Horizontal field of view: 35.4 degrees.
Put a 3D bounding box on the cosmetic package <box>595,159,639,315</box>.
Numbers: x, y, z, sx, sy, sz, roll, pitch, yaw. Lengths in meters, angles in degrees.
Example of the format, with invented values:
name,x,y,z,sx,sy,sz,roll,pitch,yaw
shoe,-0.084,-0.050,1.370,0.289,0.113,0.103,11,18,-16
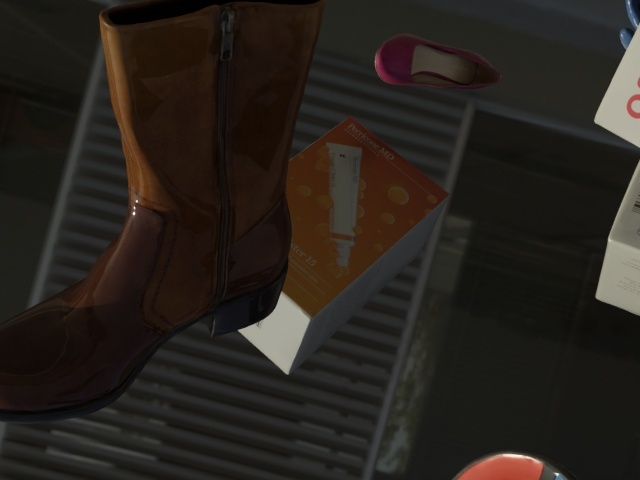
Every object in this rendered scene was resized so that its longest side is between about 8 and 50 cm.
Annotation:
name,x,y,z,sx,sy,sz,roll,pitch,yaw
cosmetic package,0.368,-0.007,0.972,0.151,0.151,0.184,22,167,18

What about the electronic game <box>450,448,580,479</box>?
name,x,y,z,sx,sy,sz,roll,pitch,yaw
electronic game,0.188,0.322,0.989,0.048,0.229,0.229,17,179,-38

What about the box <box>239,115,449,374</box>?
name,x,y,z,sx,sy,sz,roll,pitch,yaw
box,0.000,0.000,1.548,0.215,0.345,0.168,40,143,14

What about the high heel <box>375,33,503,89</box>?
name,x,y,z,sx,sy,sz,roll,pitch,yaw
high heel,0.187,-0.272,1.584,0.117,0.082,0.244,19,-170,34

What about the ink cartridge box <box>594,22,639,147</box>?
name,x,y,z,sx,sy,sz,roll,pitch,yaw
ink cartridge box,0.279,-0.086,0.531,0.212,0.154,0.093,37,-142,23

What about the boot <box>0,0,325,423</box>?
name,x,y,z,sx,sy,sz,roll,pitch,yaw
boot,-0.120,-0.019,0.656,0.264,0.281,0.096,-16,-130,-24

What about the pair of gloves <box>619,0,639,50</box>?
name,x,y,z,sx,sy,sz,roll,pitch,yaw
pair of gloves,0.457,-0.253,1.246,0.198,0.159,0.023,-20,178,-21
